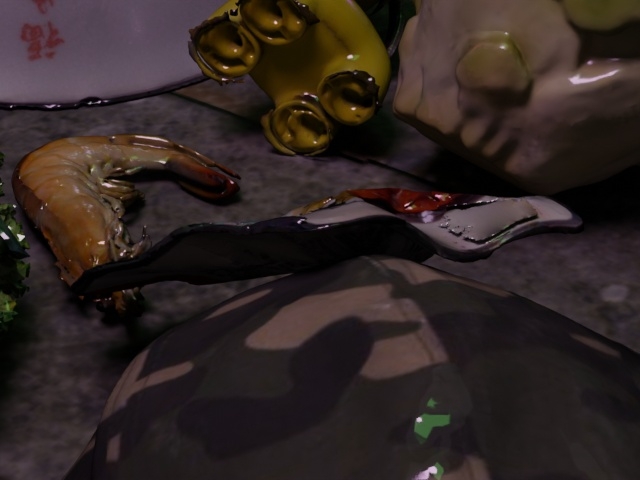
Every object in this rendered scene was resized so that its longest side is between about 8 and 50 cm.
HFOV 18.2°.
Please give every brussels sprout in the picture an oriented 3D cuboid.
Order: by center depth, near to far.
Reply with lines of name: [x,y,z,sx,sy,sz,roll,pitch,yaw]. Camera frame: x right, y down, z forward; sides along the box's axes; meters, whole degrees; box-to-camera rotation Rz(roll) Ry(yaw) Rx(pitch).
brussels sprout: [0.184,-0.161,1.100,0.243,0.316,0.274,40,25,5]

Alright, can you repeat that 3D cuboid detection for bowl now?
bowl: [-0.170,-0.238,1.313,0.346,0.157,0.345,-1,34,1]

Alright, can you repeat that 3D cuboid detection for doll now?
doll: [0.009,-0.164,1.194,0.143,0.135,0.221,-33,23,38]

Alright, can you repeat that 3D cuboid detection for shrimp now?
shrimp: [-0.095,-0.012,1.088,0.124,0.034,0.178,-10,32,-23]

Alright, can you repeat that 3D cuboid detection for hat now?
hat: [0.056,0.088,0.708,0.366,0.381,0.257,-10,70,-18]

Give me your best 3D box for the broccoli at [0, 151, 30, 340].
broccoli: [-0.232,0.006,0.971,0.195,0.156,0.195,3,66,-7]

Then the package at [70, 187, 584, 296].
package: [0.000,0.000,0.929,0.166,0.040,0.232,-2,-5,-31]
